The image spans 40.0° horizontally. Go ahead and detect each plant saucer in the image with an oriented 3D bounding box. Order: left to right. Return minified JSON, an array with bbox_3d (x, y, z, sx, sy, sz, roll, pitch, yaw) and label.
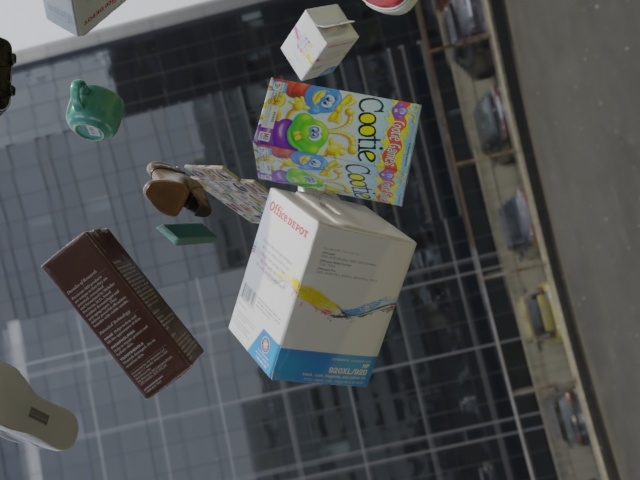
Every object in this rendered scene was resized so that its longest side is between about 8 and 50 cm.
[{"bbox_3d":[-0.306,-0.017,2.050,0.067,0.018,0.192,39,-164,16],"label":"plant saucer"}]

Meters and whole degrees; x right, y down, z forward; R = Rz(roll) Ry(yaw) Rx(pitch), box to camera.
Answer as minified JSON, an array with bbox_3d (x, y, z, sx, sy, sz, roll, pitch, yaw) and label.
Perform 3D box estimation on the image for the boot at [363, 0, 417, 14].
[{"bbox_3d":[0.034,-0.430,1.301,0.176,0.088,0.244,21,-159,-46],"label":"boot"}]

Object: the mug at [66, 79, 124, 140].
[{"bbox_3d":[-0.560,-0.307,2.127,0.158,0.129,0.097,27,-121,-34],"label":"mug"}]

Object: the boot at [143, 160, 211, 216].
[{"bbox_3d":[-0.182,-0.066,1.044,0.087,0.042,0.118,46,-169,35],"label":"boot"}]

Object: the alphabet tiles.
[{"bbox_3d":[-0.167,-0.092,2.168,0.342,0.285,0.011,37,-108,-36],"label":"alphabet tiles"}]

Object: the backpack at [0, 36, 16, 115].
[{"bbox_3d":[-0.944,-0.434,2.273,0.253,0.191,0.225,8,-104,-40],"label":"backpack"}]

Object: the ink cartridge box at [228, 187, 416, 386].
[{"bbox_3d":[-0.001,0.066,1.273,0.171,0.168,0.232,39,115,57],"label":"ink cartridge box"}]

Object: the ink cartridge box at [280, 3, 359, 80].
[{"bbox_3d":[0.002,-0.412,1.803,0.090,0.092,0.143,58,141,12],"label":"ink cartridge box"}]

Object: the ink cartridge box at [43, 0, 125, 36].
[{"bbox_3d":[-0.366,-0.422,1.343,0.127,0.072,0.175,-52,-16,-32],"label":"ink cartridge box"}]

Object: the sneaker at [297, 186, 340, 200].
[{"bbox_3d":[0.000,0.001,1.866,0.094,0.151,0.256,-27,-97,-46],"label":"sneaker"}]

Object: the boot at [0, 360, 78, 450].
[{"bbox_3d":[-0.511,0.269,1.406,0.258,0.123,0.095,56,-141,-46],"label":"boot"}]

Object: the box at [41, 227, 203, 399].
[{"bbox_3d":[-0.444,0.160,2.004,0.381,0.143,0.191,54,-177,-2],"label":"box"}]

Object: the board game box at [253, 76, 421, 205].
[{"bbox_3d":[0.031,-0.177,1.599,0.144,0.275,0.142,88,-166,-67],"label":"board game box"}]
